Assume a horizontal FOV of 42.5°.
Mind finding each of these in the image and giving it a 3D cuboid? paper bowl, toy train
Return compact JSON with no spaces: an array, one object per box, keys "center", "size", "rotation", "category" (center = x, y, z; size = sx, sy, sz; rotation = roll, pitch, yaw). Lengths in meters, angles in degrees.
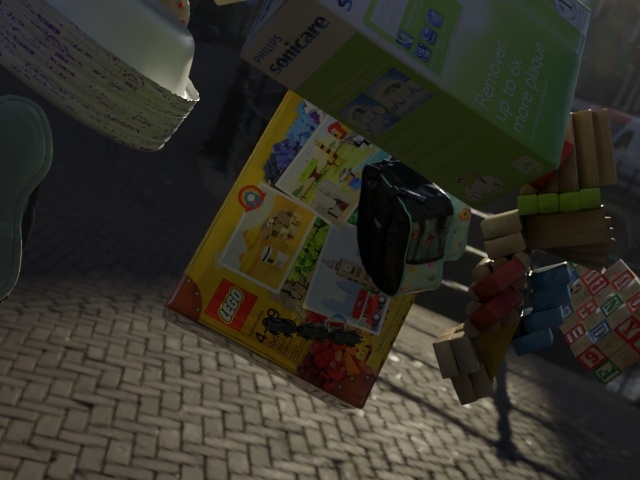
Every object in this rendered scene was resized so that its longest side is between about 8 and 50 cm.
[{"center":[-0.268,-0.248,0.998],"size":[0.284,0.148,0.284],"rotation":[40,10,-8],"category":"paper bowl"},{"center":[-0.009,0.130,1.173],"size":[0.158,0.027,0.036],"rotation":[13,3,-29],"category":"toy train"}]

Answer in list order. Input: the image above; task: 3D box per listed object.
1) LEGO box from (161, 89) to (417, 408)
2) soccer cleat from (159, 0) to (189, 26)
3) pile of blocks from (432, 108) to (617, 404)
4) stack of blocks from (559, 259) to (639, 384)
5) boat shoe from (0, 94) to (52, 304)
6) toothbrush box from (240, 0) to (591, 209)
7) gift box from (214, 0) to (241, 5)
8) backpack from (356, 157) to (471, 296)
[{"center":[0.000,0.000,1.490],"size":[0.373,0.500,0.193],"rotation":[29,-17,-5],"category":"LEGO box"},{"center":[-0.291,-0.503,1.596],"size":[0.068,0.196,0.076],"rotation":[-4,30,13],"category":"soccer cleat"},{"center":[0.228,0.027,0.887],"size":[0.149,0.362,0.113],"rotation":[19,11,15],"category":"pile of blocks"},{"center":[0.548,0.126,1.597],"size":[0.087,0.171,0.297],"rotation":[42,17,-15],"category":"stack of blocks"},{"center":[-0.312,-0.036,0.782],"size":[0.081,0.069,0.227],"rotation":[17,56,-24],"category":"boat shoe"},{"center":[0.098,-0.195,0.772],"size":[0.283,0.206,0.122],"rotation":[30,-30,-17],"category":"toothbrush box"},{"center":[-0.063,-0.520,1.228],"size":[0.258,0.255,0.276],"rotation":[-7,-18,12],"category":"gift box"},{"center":[0.132,-0.014,1.232],"size":[0.145,0.188,0.166],"rotation":[-6,35,-26],"category":"backpack"}]
